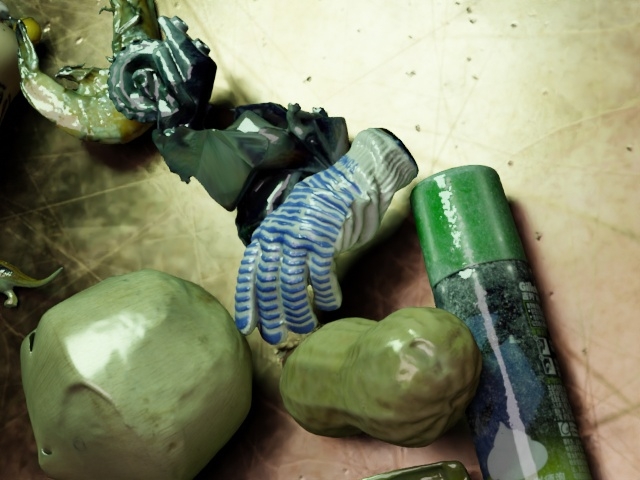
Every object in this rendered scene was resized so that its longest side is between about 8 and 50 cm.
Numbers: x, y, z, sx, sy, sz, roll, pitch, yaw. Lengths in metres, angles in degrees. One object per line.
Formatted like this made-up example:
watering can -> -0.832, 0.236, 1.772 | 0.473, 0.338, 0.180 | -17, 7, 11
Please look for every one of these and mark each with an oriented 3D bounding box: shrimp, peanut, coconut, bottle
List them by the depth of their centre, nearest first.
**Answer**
peanut -> 0.049, 0.125, 1.567 | 0.257, 0.124, 0.123 | -19, 64, 58
bottle -> 0.160, 0.097, 1.585 | 0.093, 0.093, 0.330 | -19, 70, 14
coconut -> -0.178, 0.134, 1.645 | 0.224, 0.224, 0.224 | -5, 74, 19
shrimp -> -0.231, -0.197, 1.802 | 0.150, 0.051, 0.217 | 1, 66, -13

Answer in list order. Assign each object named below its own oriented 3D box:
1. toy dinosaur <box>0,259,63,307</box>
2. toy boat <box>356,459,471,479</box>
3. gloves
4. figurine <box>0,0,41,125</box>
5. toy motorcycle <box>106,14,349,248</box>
toy dinosaur -> -0.335, 0.047, 1.810 | 0.180, 0.037, 0.058 | 5, 82, 22
toy boat -> 0.012, 0.279, 1.590 | 0.276, 0.084, 0.111 | -20, 70, 4
gloves -> -0.002, -0.006, 1.629 | 0.097, 0.119, 0.229 | 35, 85, -17
figurine -> -0.385, -0.208, 1.823 | 0.186, 0.176, 0.287 | -16, 64, 3
toy motorcycle -> -0.078, -0.111, 1.715 | 0.159, 0.106, 0.270 | -43, 81, 10
